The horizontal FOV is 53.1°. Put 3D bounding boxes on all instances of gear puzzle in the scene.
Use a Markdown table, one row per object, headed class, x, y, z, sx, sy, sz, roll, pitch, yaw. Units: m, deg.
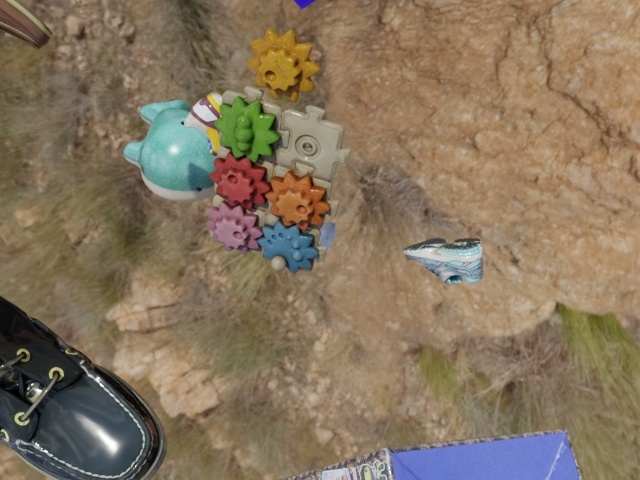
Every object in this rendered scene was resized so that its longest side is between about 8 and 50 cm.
| class | x | y | z | sx | sy | sz | roll | pitch | yaw |
| --- | --- | --- | --- | --- | --- | --- | --- | --- | --- |
| gear puzzle | -0.057 | -0.095 | 0.798 | 0.176 | 0.044 | 0.338 | 19 | 129 | 7 |

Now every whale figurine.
| class | x | y | z | sx | sy | sz | roll | pitch | yaw |
| --- | --- | --- | --- | --- | --- | --- | --- | --- | --- |
| whale figurine | -0.268 | -0.199 | 1.224 | 0.141 | 0.216 | 0.272 | 101 | 151 | -47 |

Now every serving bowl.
| class | x | y | z | sx | sy | sz | roll | pitch | yaw |
| --- | --- | --- | --- | --- | --- | --- | --- | --- | --- |
| serving bowl | 0.000 | 0.000 | 1.211 | 0.027 | 0.083 | 0.083 | 23 | 125 | 15 |

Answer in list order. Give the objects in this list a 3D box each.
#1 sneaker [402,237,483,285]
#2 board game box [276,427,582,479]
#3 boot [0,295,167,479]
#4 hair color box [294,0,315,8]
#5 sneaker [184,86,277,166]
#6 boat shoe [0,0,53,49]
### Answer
| class | x | y | z | sx | sy | sz | roll | pitch | yaw |
| --- | --- | --- | --- | --- | --- | --- | --- | --- | --- |
| sneaker | 0.328 | 0.064 | 1.746 | 0.283 | 0.110 | 0.122 | 4 | 110 | 61 |
| board game box | 0.104 | 0.309 | 0.701 | 0.291 | 0.232 | 0.141 | -44 | 49 | 53 |
| boot | -0.221 | 0.081 | 0.416 | 0.236 | 0.085 | 0.178 | 30 | 161 | 16 |
| hair color box | 0.029 | -0.631 | 1.265 | 0.185 | 0.338 | 0.110 | -19 | 132 | 34 |
| sneaker | -0.132 | -0.156 | 1.015 | 0.084 | 0.069 | 0.185 | -38 | 128 | 11 |
| boat shoe | -0.351 | -0.233 | 0.614 | 0.178 | 0.060 | 0.064 | 29 | 176 | -33 |
